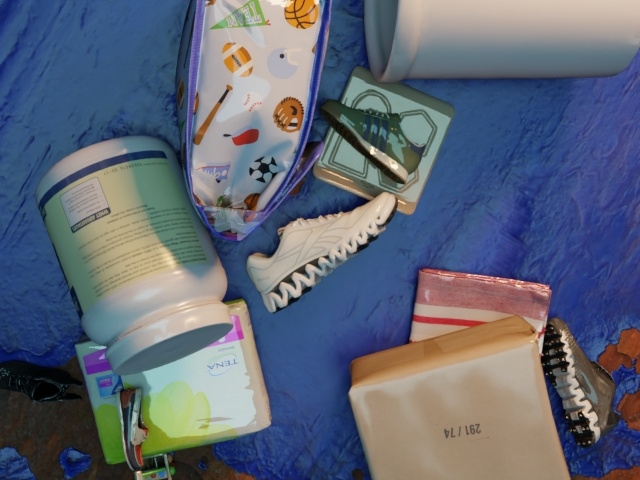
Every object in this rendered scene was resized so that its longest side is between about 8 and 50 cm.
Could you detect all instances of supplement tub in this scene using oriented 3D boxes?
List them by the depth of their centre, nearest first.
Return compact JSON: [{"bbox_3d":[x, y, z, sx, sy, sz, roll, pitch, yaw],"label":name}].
[{"bbox_3d":[-0.288,0.024,1.623,0.235,0.235,0.324,-23,77,-1],"label":"supplement tub"}]

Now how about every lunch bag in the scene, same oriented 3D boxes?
[{"bbox_3d":[-0.114,-0.200,1.608,0.239,0.328,0.385,9,95,-8],"label":"lunch bag"}]

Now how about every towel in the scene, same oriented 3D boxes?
[{"bbox_3d":[0.270,0.223,1.831,0.237,0.037,0.329,7,98,-1],"label":"towel"}]

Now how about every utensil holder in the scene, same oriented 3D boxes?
[{"bbox_3d":[0.281,-0.410,1.619,0.386,0.327,0.327,-1,98,-8],"label":"utensil holder"}]

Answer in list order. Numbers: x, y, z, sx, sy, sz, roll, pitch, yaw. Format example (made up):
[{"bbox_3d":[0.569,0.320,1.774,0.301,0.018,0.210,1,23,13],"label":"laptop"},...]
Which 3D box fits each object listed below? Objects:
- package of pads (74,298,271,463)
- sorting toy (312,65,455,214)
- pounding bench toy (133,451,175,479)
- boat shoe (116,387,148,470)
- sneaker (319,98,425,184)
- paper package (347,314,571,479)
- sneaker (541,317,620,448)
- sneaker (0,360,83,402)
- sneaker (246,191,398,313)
[{"bbox_3d":[-0.247,0.246,1.767,0.297,0.101,0.229,-13,98,-2],"label":"package of pads"},{"bbox_3d":[0.108,-0.171,1.778,0.193,0.038,0.208,22,91,-7],"label":"sorting toy"},{"bbox_3d":[-0.287,0.396,1.792,0.065,0.083,0.052,-10,98,-3],"label":"pounding bench toy"},{"bbox_3d":[-0.305,0.310,1.698,0.043,0.049,0.137,-8,93,-2],"label":"boat shoe"},{"bbox_3d":[0.094,-0.186,1.728,0.192,0.064,0.086,41,80,-7],"label":"sneaker"},{"bbox_3d":[0.234,0.320,1.749,0.325,0.168,0.309,-15,99,4],"label":"paper package"},{"bbox_3d":[0.468,0.244,1.844,0.106,0.078,0.234,-16,84,-27],"label":"sneaker"},{"bbox_3d":[-0.485,0.243,1.753,0.170,0.089,0.051,6,97,-6],"label":"sneaker"},{"bbox_3d":[0.000,0.000,1.748,0.292,0.110,0.118,-37,84,10],"label":"sneaker"}]
